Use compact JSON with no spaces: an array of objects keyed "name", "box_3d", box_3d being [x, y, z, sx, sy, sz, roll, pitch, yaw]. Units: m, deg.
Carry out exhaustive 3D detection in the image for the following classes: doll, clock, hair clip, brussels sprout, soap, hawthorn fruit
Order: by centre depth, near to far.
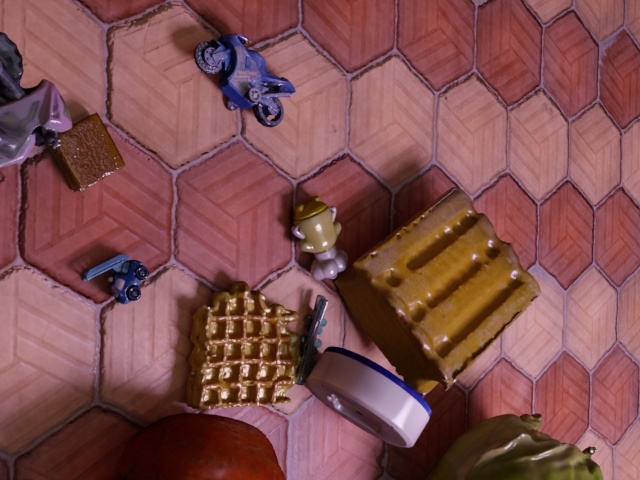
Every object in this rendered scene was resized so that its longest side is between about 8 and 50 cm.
[{"name":"hawthorn fruit","box_3d":[-0.202,0.397,1.139,0.299,0.275,0.276,21,78,-26]},{"name":"clock","box_3d":[0.086,0.291,1.370,0.230,0.230,0.083,48,67,-28]},{"name":"doll","box_3d":[0.000,0.000,1.405,0.106,0.062,0.163,-28,107,-29]},{"name":"hair clip","box_3d":[-0.015,0.189,1.408,0.049,0.049,0.173,20,84,-36]},{"name":"soap","box_3d":[0.236,0.096,1.479,0.335,0.156,0.293,-38,84,-30]},{"name":"brussels sprout","box_3d":[0.362,0.560,1.524,0.360,0.425,0.342,-17,57,-14]}]

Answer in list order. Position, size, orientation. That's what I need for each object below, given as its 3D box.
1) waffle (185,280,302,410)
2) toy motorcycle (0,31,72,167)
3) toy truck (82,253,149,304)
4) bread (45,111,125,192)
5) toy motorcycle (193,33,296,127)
[{"name":"waffle","box_3d":[-0.125,0.181,1.314,0.229,0.057,0.219,4,88,-38]},{"name":"toy motorcycle","box_3d":[-0.457,-0.115,1.006,0.188,0.143,0.327,23,84,-36]},{"name":"toy truck","box_3d":[-0.323,0.057,1.168,0.090,0.056,0.073,22,73,-22]},{"name":"bread","box_3d":[-0.361,-0.136,1.142,0.090,0.035,0.094,-37,112,-32]},{"name":"toy motorcycle","box_3d":[-0.130,-0.290,1.298,0.205,0.076,0.114,38,61,-32]}]
